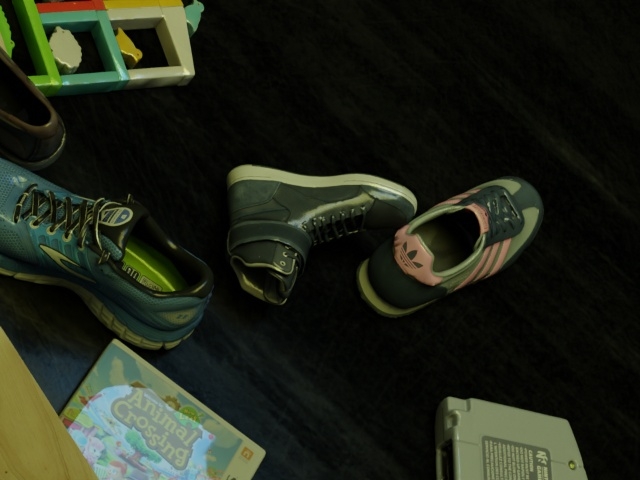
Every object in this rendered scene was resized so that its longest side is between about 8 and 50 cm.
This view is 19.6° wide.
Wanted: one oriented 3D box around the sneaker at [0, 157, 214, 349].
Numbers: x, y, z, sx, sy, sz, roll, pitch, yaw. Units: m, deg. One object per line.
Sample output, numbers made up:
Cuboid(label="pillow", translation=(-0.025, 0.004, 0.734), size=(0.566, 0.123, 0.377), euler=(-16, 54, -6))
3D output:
Cuboid(label="sneaker", translation=(-0.255, -0.013, 1.985), size=(0.330, 0.147, 0.130), euler=(28, 52, -14))

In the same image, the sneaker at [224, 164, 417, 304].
Cuboid(label="sneaker", translation=(-0.001, 0.001, 2.142), size=(0.226, 0.086, 0.163), euler=(4, 52, -2))

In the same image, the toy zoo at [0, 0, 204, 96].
Cuboid(label="toy zoo", translation=(-0.270, -0.265, 2.197), size=(0.293, 0.030, 0.192), euler=(-9, 68, -35))

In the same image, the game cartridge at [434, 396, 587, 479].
Cuboid(label="game cartridge", translation=(0.229, 0.335, 2.142), size=(0.196, 0.060, 0.294), euler=(13, 58, -21))

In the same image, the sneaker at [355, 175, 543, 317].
Cuboid(label="sneaker", translation=(0.189, -0.009, 2.263), size=(0.319, 0.131, 0.112), euler=(-33, 82, -40))

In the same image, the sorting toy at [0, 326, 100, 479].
Cuboid(label="sorting toy", translation=(-0.348, 0.244, 1.704), size=(0.255, 0.089, 0.257), euler=(-35, 109, -17))

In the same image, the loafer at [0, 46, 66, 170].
Cuboid(label="loafer", translation=(-0.394, -0.204, 2.023), size=(0.302, 0.095, 0.109), euler=(42, 68, 2))

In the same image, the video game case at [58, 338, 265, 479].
Cuboid(label="video game case", translation=(-0.183, 0.235, 1.965), size=(0.212, 0.023, 0.193), euler=(38, 50, -7))
